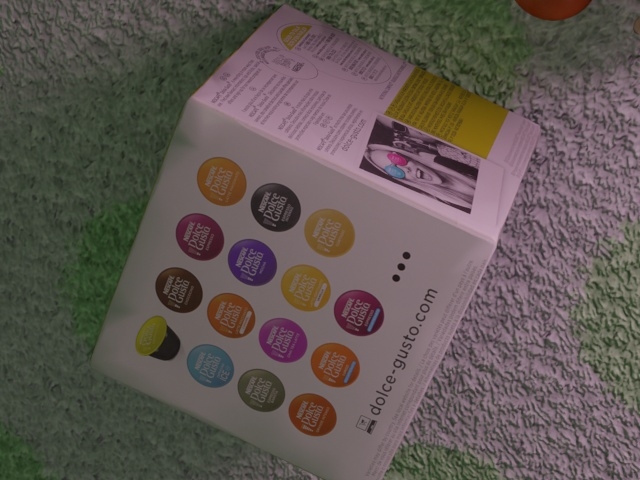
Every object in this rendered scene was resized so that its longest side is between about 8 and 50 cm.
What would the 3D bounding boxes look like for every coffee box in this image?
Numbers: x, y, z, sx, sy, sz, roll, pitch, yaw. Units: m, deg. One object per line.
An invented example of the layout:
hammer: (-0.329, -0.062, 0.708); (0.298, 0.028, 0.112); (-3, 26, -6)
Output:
coffee box: (0.000, 0.000, 1.864); (0.334, 0.338, 0.338); (25, 118, 3)

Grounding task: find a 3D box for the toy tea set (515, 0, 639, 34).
toy tea set: (0.347, -0.277, 1.793); (0.336, 0.124, 0.200); (29, 89, 4)
